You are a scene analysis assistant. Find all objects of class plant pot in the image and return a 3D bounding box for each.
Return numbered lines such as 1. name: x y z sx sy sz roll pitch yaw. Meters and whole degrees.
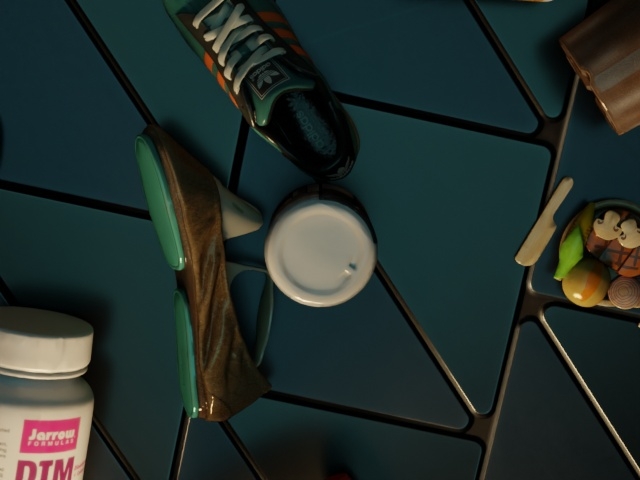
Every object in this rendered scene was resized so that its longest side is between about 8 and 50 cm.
1. plant pot: 0.358 -0.207 1.371 0.165 0.167 0.167 -33 97 12

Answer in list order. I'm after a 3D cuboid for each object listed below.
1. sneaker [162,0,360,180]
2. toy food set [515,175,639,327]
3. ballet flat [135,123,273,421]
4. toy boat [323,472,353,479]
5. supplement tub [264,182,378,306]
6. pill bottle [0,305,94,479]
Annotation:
1. sneaker: -0.061 -0.191 1.381 0.108 0.121 0.302 -41 96 4
2. toy food set: 0.333 0.020 1.454 0.192 0.038 0.132 27 97 -4
3. ballet flat: -0.117 0.031 1.426 0.124 0.116 0.342 -13 99 -19
4. toy boat: -0.026 0.378 1.385 0.267 0.318 0.148 -22 92 38
5. supplement tub: 0.000 0.000 1.373 0.117 0.190 0.117 0 97 -1
6. pill bottle: -0.338 0.225 1.415 0.160 0.160 0.283 9 98 -2
